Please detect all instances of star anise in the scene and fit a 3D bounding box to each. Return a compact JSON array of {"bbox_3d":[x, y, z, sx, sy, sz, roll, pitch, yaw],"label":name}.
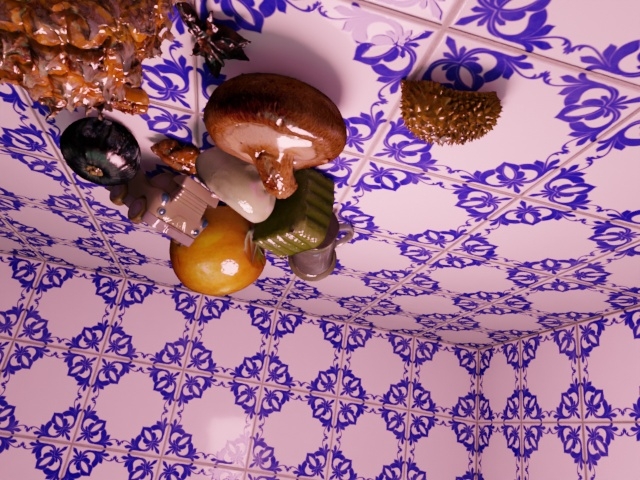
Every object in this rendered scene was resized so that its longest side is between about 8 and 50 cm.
[{"bbox_3d":[-0.220,-0.430,1.024,0.156,0.054,0.212,10,155,2],"label":"star anise"}]

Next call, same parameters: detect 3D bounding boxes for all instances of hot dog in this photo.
[{"bbox_3d":[-0.573,-0.388,1.230,0.249,0.076,0.102,20,158,-26],"label":"hot dog"}]

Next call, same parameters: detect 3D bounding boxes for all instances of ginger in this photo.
[{"bbox_3d":[-0.443,-0.262,1.474,0.162,0.074,0.103,25,147,-28],"label":"ginger"}]

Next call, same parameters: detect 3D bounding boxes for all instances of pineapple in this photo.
[{"bbox_3d":[-0.417,-0.399,0.810,0.300,0.353,0.352,-8,152,44],"label":"pineapple"}]

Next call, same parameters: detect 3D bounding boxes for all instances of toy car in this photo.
[{"bbox_3d":[-0.538,-0.149,1.620,0.336,0.226,0.242,34,177,40],"label":"toy car"}]

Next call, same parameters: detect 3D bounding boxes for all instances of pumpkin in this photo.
[{"bbox_3d":[-0.665,-0.267,1.438,0.232,0.163,0.233,6,156,3],"label":"pumpkin"}]

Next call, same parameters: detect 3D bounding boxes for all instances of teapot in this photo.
[{"bbox_3d":[0.000,0.000,1.804,0.270,0.201,0.337,-15,157,-9],"label":"teapot"}]

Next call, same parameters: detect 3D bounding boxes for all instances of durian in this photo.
[{"bbox_3d":[0.300,-0.278,1.093,0.249,0.138,0.183,4,149,-2],"label":"durian"}]

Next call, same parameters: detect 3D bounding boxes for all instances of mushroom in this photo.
[{"bbox_3d":[-0.115,-0.281,1.163,0.344,0.239,0.345,-9,149,-6],"label":"mushroom"}]

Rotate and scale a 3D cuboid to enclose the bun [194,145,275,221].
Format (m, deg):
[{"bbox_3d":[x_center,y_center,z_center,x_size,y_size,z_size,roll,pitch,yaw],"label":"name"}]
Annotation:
[{"bbox_3d":[-0.229,-0.192,1.411,0.283,0.179,0.283,42,-176,-4],"label":"bun"}]

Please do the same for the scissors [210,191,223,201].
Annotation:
[{"bbox_3d":[-0.261,-0.158,1.620,0.024,0.160,0.317,-43,150,24],"label":"scissors"}]

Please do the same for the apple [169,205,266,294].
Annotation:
[{"bbox_3d":[-0.372,0.029,1.814,0.374,0.375,0.384,2,-160,18],"label":"apple"}]

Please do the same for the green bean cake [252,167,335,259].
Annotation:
[{"bbox_3d":[-0.083,-0.087,1.528,0.249,0.247,0.156,-15,146,41],"label":"green bean cake"}]

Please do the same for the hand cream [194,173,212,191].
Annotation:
[{"bbox_3d":[-0.395,-0.218,1.613,0.076,0.047,0.174,-9,142,38],"label":"hand cream"}]
